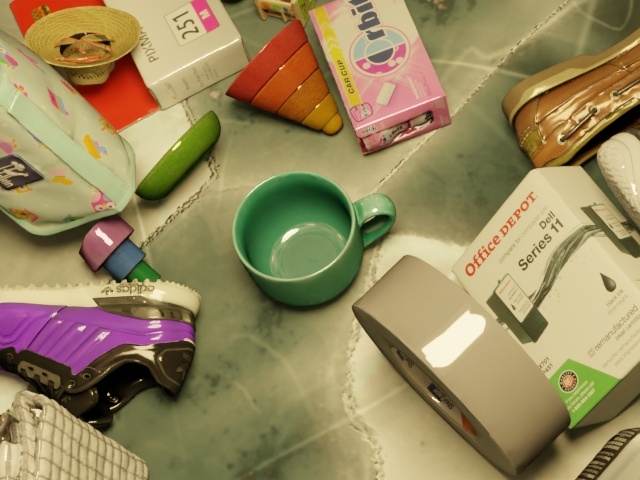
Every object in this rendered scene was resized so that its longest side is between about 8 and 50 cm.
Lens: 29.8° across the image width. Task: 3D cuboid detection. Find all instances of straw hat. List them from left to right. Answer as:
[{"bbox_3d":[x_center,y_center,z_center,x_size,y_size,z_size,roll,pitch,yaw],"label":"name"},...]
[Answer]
[{"bbox_3d":[-0.275,-0.215,1.414,0.144,0.061,0.144,-1,39,1],"label":"straw hat"}]

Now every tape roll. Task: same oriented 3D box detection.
[{"bbox_3d":[0.128,0.116,1.121,0.072,0.219,0.219,-42,63,-7],"label":"tape roll"}]

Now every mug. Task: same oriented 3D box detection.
[{"bbox_3d":[-0.007,0.007,1.273,0.158,0.097,0.129,13,68,18],"label":"mug"}]

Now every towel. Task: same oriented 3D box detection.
[{"bbox_3d":[-0.264,0.306,1.112,0.121,0.235,0.283,-10,63,14],"label":"towel"}]

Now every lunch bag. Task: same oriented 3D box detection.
[{"bbox_3d":[-0.335,-0.126,1.294,0.160,0.223,0.262,-52,41,-8],"label":"lunch bag"}]

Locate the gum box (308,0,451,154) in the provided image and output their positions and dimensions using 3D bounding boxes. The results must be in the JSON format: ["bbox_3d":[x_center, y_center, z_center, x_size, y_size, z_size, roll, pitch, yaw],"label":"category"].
[{"bbox_3d":[0.068,-0.195,1.372,0.107,0.062,0.188,-21,62,2],"label":"gum box"}]

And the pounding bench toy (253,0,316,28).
[{"bbox_3d":[-0.039,-0.310,1.458,0.065,0.052,0.083,16,69,20],"label":"pounding bench toy"}]

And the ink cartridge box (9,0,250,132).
[{"bbox_3d":[-0.249,-0.273,1.485,0.239,0.060,0.275,-28,62,-3],"label":"ink cartridge box"}]

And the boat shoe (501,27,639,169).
[{"bbox_3d":[0.352,-0.164,1.278,0.307,0.111,0.104,-27,65,10],"label":"boat shoe"}]

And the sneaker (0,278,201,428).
[{"bbox_3d":[-0.274,0.128,1.272,0.293,0.102,0.146,-6,64,10],"label":"sneaker"}]

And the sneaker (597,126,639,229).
[{"bbox_3d":[0.428,-0.003,1.049,0.210,0.137,0.366,-39,68,7],"label":"sneaker"}]

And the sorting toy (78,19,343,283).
[{"bbox_3d":[-0.106,-0.078,1.354,0.126,0.127,0.365,43,81,-4],"label":"sorting toy"}]

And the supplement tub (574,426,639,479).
[{"bbox_3d":[0.232,0.329,1.010,0.193,0.193,0.316,39,79,26],"label":"supplement tub"}]

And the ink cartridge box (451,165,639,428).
[{"bbox_3d":[0.245,0.051,1.161,0.208,0.087,0.153,55,127,28],"label":"ink cartridge box"}]
